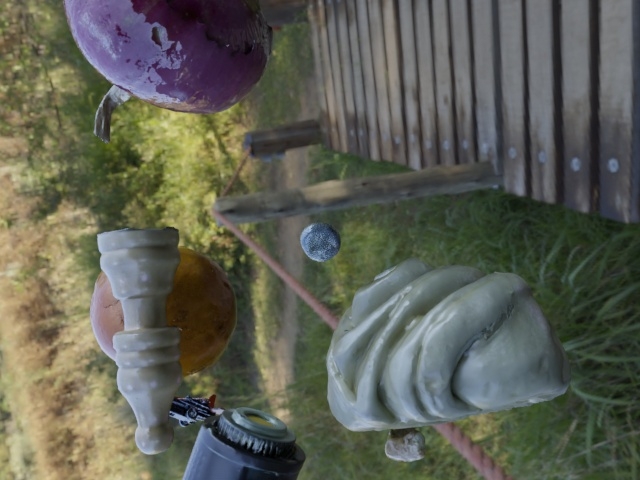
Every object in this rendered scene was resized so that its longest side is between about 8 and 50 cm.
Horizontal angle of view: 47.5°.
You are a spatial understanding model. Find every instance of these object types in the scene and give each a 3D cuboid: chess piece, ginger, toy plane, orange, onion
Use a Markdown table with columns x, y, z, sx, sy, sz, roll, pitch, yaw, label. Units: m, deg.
| x | y | z | sx | sy | sz | roll | pitch | yaw | label |
| --- | --- | --- | --- | --- | --- | --- | --- | --- | --- |
| -0.240 | 0.141 | 1.008 | 0.138 | 0.124 | 0.308 | -9 | 85 | 48 | chess piece |
| 0.128 | 0.289 | 1.242 | 0.089 | 0.075 | 0.288 | 49 | -170 | -13 | ginger |
| -0.292 | 0.335 | 1.467 | 0.130 | 0.189 | 0.061 | -46 | 38 | 51 | toy plane |
| -0.257 | 0.117 | 1.207 | 0.240 | 0.239 | 0.240 | 168 | 90 | -71 | orange |
| -0.266 | -0.369 | 1.213 | 0.344 | 0.358 | 0.359 | -11 | 91 | 30 | onion |

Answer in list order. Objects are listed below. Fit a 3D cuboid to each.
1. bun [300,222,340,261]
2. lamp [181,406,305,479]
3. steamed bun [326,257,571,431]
| x | y | z | sx | sy | sz | roll | pitch | yaw | label |
| --- | --- | --- | --- | --- | --- | --- | --- | --- | --- |
| 0.000 | 0.000 | 1.378 | 0.045 | 0.083 | 0.083 | -109 | 16 | -60 | bun |
| -0.155 | 0.450 | 1.354 | 0.374 | 0.204 | 0.272 | -26 | 47 | 63 | lamp |
| 0.170 | 0.145 | 1.080 | 0.352 | 0.338 | 0.248 | 100 | 161 | -73 | steamed bun |
